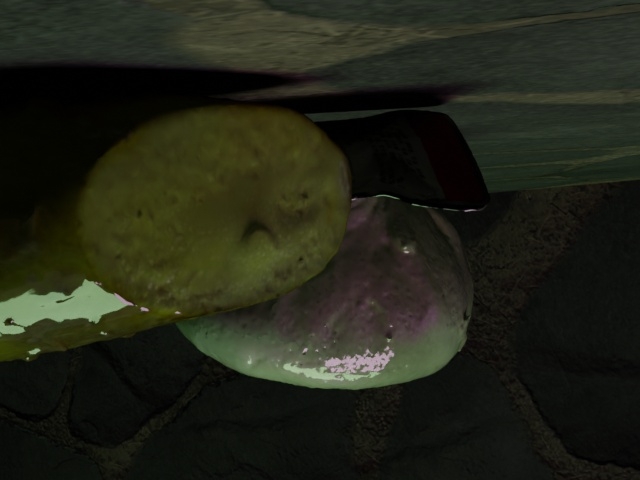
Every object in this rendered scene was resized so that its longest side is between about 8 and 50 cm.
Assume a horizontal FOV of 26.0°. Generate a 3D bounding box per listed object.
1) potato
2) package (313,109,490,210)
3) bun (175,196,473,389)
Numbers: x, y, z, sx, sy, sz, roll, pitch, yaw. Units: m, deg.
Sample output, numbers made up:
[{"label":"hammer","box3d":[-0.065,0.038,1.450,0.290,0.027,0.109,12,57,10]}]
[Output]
[{"label":"potato","box3d":[-0.124,-0.016,0.731,0.298,0.141,0.176,-13,-162,-19]},{"label":"package","box3d":[-0.021,-0.046,0.894,0.239,0.030,0.154,-9,-147,-6]},{"label":"bun","box3d":[0.000,0.000,1.244,0.293,0.187,0.293,6,-160,-2]}]
